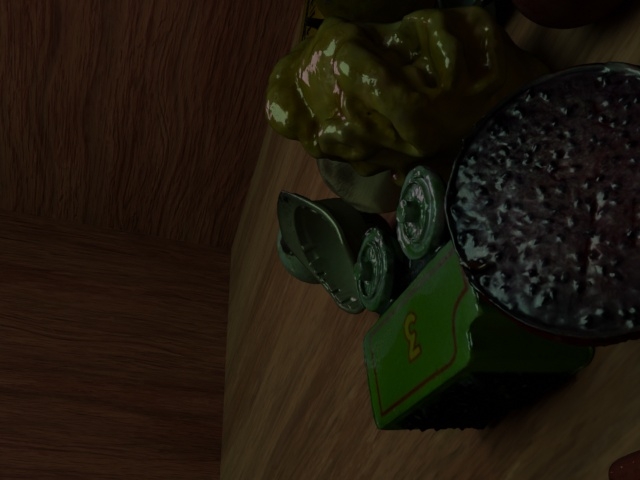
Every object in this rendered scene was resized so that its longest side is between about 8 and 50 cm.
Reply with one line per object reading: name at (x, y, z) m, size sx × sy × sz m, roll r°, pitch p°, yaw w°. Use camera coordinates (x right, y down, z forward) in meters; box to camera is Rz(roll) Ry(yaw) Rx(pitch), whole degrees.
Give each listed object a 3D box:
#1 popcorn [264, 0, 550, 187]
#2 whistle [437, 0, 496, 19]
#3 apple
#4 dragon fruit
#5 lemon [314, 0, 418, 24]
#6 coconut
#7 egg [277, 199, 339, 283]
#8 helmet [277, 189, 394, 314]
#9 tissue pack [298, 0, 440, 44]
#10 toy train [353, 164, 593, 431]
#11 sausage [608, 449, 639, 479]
popcorn at (0.111, -0.171, 0.817) m, size 0.315 × 0.297 × 0.281 m, roll -7°, pitch 90°, yaw 51°
whistle at (0.193, -0.436, 0.806) m, size 0.168 × 0.188 × 0.405 m, roll 64°, pitch 150°, yaw 34°
apple at (0.258, -0.289, 0.658) m, size 0.153 × 0.119 × 0.154 m, roll -169°, pitch 90°, yaw -82°
dragon fruit at (0.228, -0.018, 0.537) m, size 0.223 × 0.148 × 0.219 m, roll -9°, pitch 71°, yaw 29°
lemon at (0.062, -0.384, 0.906) m, size 0.170 × 0.169 × 0.207 m, roll -96°, pitch -11°, yaw -49°
coconut at (0.087, -0.147, 1.046) m, size 0.224 × 0.224 × 0.225 m, roll -169°, pitch 90°, yaw -76°
egg at (0.000, 0.000, 1.345) m, size 0.231 × 0.169 × 0.169 m, roll 137°, pitch 141°, yaw -64°
helmet at (0.048, -0.005, 1.165) m, size 0.257 × 0.137 × 0.204 m, roll 48°, pitch 154°, yaw 29°
tissue pack at (0.093, -0.415, 1.167) m, size 0.293 × 0.228 × 0.382 m, roll 153°, pitch 125°, yaw -70°
toy train at (0.151, 0.067, 0.726) m, size 0.307 × 0.173 × 0.249 m, roll 121°, pitch 149°, yaw -53°
sausage at (0.277, 0.135, 0.449) m, size 0.253 × 0.034 × 0.034 m, roll 120°, pitch 156°, yaw -52°
